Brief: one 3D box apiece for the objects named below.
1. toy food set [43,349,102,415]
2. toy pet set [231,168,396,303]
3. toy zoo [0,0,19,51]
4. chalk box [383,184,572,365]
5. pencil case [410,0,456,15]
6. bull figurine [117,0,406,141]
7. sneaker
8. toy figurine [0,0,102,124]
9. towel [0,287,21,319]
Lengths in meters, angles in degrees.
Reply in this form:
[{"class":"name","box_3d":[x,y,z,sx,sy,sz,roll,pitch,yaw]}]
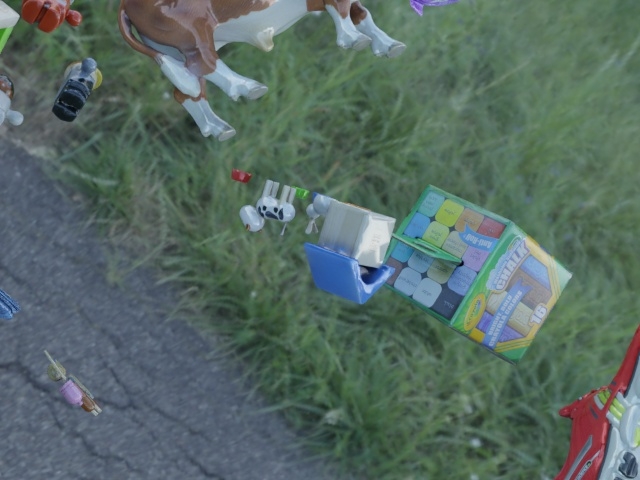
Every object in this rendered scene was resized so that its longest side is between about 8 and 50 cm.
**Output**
[{"class":"toy food set","box_3d":[-0.315,0.190,1.193,0.019,0.078,0.122,-41,140,-12]},{"class":"toy pet set","box_3d":[0.000,0.000,0.695,0.122,0.114,0.065,12,96,-55]},{"class":"toy zoo","box_3d":[-0.440,-0.115,0.983,0.030,0.293,0.192,39,27,1]},{"class":"chalk box","box_3d":[0.160,0.031,1.056,0.213,0.132,0.132,33,89,-47]},{"class":"pencil case","box_3d":[0.120,-0.364,1.060,0.086,0.088,0.206,28,46,-54]},{"class":"bull figurine","box_3d":[-0.032,-0.233,0.868,0.188,0.310,0.101,64,7,13]},{"class":"sneaker","box_3d":[0.312,0.173,0.990,0.107,0.118,0.279,44,64,-28]},{"class":"toy figurine","box_3d":[-0.430,-0.270,1.338,0.148,0.213,0.209,-98,175,-57]},{"class":"towel","box_3d":[-0.420,0.055,1.129,0.119,0.067,0.029,60,38,-51]}]
